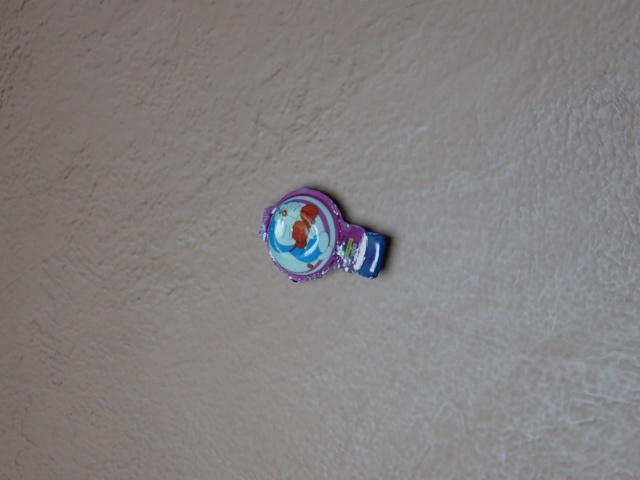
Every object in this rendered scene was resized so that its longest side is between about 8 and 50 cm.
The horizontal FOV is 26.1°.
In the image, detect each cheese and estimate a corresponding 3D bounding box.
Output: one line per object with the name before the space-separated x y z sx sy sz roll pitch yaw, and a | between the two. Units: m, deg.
cheese | 0.000 0.000 1.378 0.145 0.038 0.095 16 97 29
